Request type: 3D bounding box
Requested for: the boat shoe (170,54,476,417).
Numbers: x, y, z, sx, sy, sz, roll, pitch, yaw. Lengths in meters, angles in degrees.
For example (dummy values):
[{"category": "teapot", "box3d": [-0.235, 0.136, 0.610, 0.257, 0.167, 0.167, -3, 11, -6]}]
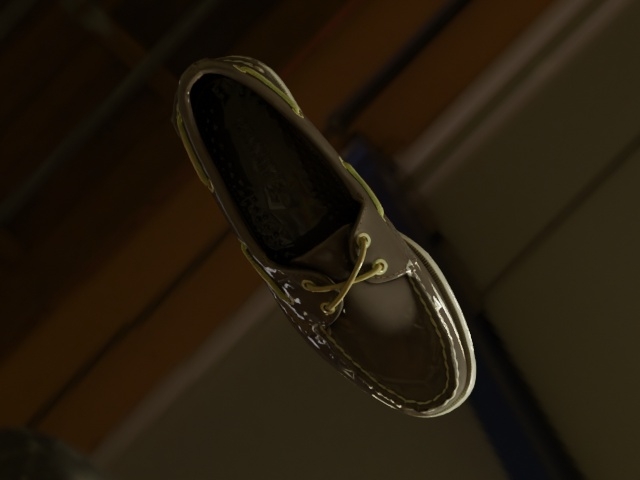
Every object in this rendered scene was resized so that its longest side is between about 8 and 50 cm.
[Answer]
[{"category": "boat shoe", "box3d": [0.000, 0.000, 1.405, 0.117, 0.324, 0.097, -35, 178, 7]}]
